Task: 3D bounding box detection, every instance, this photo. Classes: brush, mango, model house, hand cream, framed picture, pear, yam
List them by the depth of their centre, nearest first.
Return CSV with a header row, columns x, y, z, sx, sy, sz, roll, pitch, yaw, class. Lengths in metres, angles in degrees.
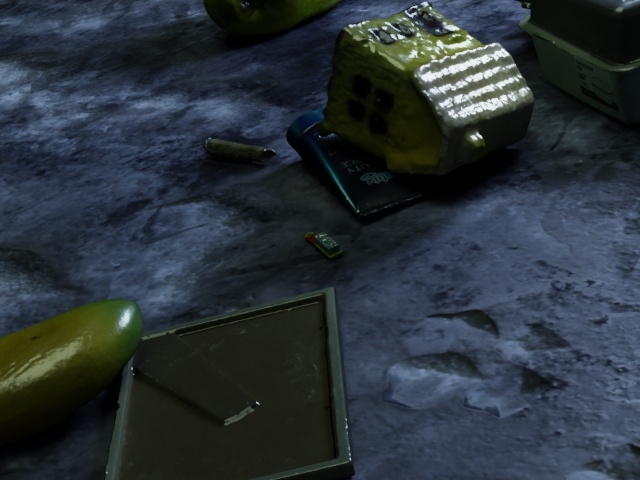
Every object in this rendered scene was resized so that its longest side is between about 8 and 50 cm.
x,y,z,sx,sy,sz,roll,pitch,yaw,class
-0.093,0.162,1.466,0.247,0.022,0.335,-14,26,4,framed picture
-0.293,0.141,1.529,0.237,0.091,0.137,-27,32,-6,mango
0.000,0.000,1.742,0.019,0.021,0.083,-26,27,-15,brush
0.144,-0.170,1.838,0.234,0.174,0.193,39,39,27,model house
0.046,-0.100,1.892,0.120,0.061,0.270,-18,32,-19,hand cream
-0.116,-0.127,2.049,0.033,0.027,0.129,16,-3,-43,yam
-0.070,-0.451,2.535,0.238,0.164,0.255,13,42,28,pear

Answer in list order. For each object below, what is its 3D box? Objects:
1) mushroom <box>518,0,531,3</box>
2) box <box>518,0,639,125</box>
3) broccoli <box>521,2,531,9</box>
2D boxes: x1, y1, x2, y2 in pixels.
x,y,z,sx,sy,sz,roll,pitch,yaw,class
0.422,-0.407,2.136,0.329,0.122,0.159,-8,32,-24,mushroom
0.414,-0.284,1.918,0.221,0.166,0.290,-21,27,-13,box
0.352,-0.365,2.220,0.092,0.097,0.095,-1,-2,16,broccoli
